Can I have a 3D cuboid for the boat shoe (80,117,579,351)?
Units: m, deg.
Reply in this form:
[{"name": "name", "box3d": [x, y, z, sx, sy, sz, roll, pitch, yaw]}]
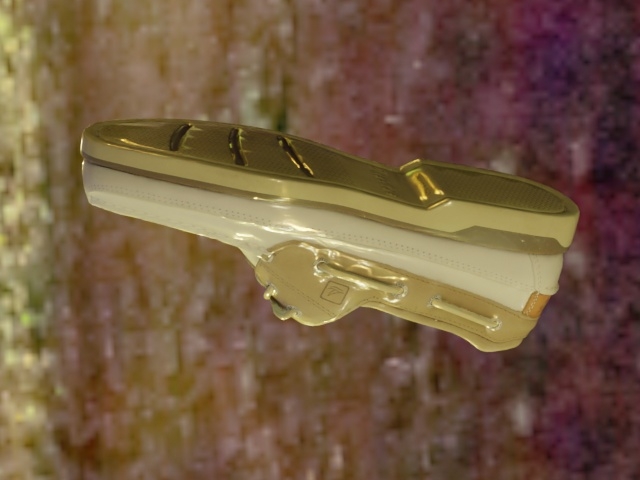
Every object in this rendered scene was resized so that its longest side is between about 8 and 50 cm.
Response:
[{"name": "boat shoe", "box3d": [0.000, 0.000, 1.128, 0.113, 0.302, 0.103, -98, 20, -70]}]
